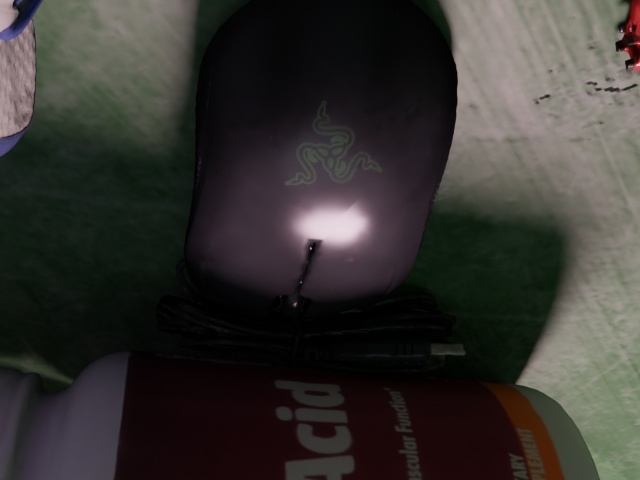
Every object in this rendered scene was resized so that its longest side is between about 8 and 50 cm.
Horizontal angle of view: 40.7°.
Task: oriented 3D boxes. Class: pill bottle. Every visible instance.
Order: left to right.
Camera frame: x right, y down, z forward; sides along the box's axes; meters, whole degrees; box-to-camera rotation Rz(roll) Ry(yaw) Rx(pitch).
[{"bbox_3d":[-0.050,0.185,0.530,0.392,0.224,0.224,6,140,-11],"label":"pill bottle"}]

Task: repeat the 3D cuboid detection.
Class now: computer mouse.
[{"bbox_3d":[0.000,0.000,0.433,0.188,0.072,0.272,4,141,-2],"label":"computer mouse"}]

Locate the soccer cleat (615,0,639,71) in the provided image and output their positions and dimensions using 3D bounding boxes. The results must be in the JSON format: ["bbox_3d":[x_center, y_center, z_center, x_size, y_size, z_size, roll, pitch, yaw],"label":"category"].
[{"bbox_3d":[0.141,-0.101,0.345,0.035,0.029,0.083,-12,143,2],"label":"soccer cleat"}]

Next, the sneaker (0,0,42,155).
[{"bbox_3d":[-0.097,-0.125,0.253,0.131,0.112,0.296,5,142,-8],"label":"sneaker"}]
